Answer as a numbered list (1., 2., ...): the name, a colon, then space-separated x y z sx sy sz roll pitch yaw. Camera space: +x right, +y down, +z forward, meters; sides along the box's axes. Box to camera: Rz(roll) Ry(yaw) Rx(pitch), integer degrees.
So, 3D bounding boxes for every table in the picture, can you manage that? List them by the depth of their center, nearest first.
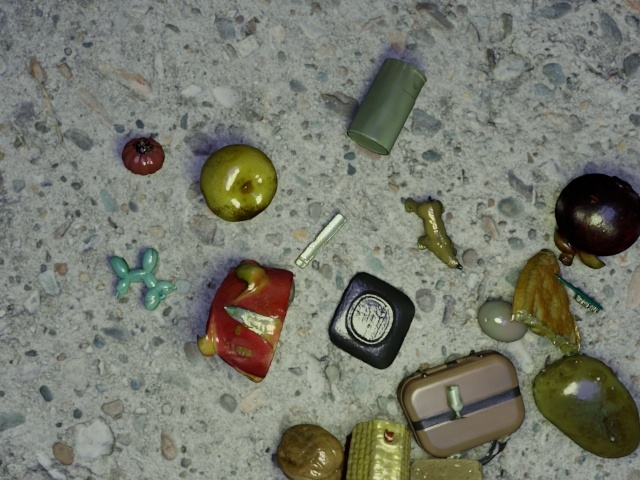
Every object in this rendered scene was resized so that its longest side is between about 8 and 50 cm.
1. table: 0.170 -0.345 1.837 0.126 0.126 0.220 27 85 -2

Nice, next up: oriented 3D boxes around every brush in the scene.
1. brush: 0.000 0.000 1.856 0.033 0.030 0.178 41 95 -8
2. brush: 0.672 0.143 1.862 0.193 0.043 0.032 30 104 -24

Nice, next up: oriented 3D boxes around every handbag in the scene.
1. handbag: 0.368 0.441 1.799 0.302 0.149 0.283 -17 90 -7

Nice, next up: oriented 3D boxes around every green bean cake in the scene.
1. green bean cake: 0.305 0.594 1.716 0.179 0.085 0.109 -4 42 12

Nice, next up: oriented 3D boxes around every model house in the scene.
1. model house: 0.138 0.546 1.697 0.160 0.254 0.196 9 61 1

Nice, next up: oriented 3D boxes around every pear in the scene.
1. pear: -0.209 -0.147 1.774 0.197 0.197 0.197 0 87 -4

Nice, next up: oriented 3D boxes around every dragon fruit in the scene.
1. dragon fruit: -0.177 0.178 1.714 0.189 0.290 0.291 19 86 -2

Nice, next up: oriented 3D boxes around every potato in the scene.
1. potato: 0.685 0.423 1.805 0.210 0.173 0.307 -42 97 10

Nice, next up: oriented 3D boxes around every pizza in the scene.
1. pizza: 0.588 0.199 1.836 0.280 0.075 0.288 -41 106 -44

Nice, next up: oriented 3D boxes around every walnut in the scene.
1. walnut: -0.029 0.534 1.757 0.184 0.155 0.155 16 84 40

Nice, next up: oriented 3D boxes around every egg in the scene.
1. egg: 0.471 0.210 1.838 0.135 0.103 0.103 27 85 -5

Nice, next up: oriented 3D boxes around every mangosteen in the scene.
1. mangosteen: 0.699 -0.043 1.825 0.228 0.228 0.265 27 116 -2

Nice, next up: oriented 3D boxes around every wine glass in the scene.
1. wine glass: 0.323 0.392 1.711 0.039 0.042 0.083 -7 82 -42

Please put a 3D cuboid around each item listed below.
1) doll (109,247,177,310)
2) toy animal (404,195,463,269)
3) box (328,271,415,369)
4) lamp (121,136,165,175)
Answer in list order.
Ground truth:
1. doll: -0.447 0.101 1.801 0.159 0.059 0.159 -7 85 -6
2. toy animal: 0.302 -0.020 1.840 0.103 0.101 0.219 -16 88 -6
3. box: 0.135 0.208 1.845 0.201 0.042 0.212 28 85 0
4. lamp: -0.450 -0.214 1.802 0.107 0.092 0.107 6 52 -7
